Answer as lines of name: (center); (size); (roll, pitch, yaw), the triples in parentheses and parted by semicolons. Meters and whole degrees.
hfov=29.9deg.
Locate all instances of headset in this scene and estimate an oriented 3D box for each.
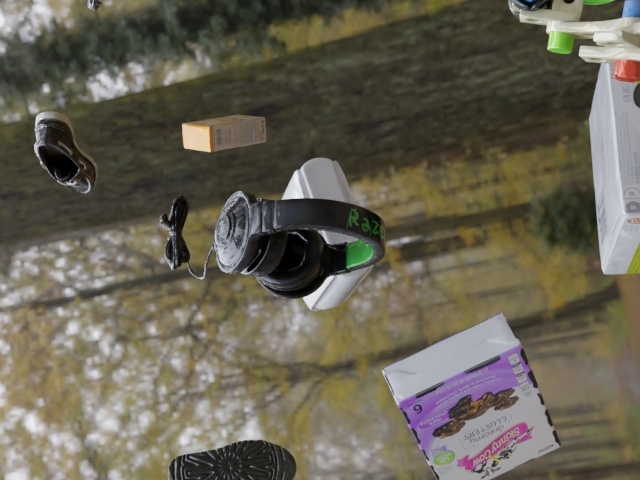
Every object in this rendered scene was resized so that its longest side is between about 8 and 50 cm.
headset: (-0.085, -0.017, 1.925); (0.243, 0.394, 0.185); (30, -125, -55)

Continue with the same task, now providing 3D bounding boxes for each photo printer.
photo printer: (0.000, 0.000, 2.457); (0.307, 0.107, 0.256); (123, 130, -69)

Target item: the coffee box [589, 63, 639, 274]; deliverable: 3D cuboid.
coffee box: (0.673, -0.149, 2.137); (0.338, 0.334, 0.338); (70, -161, -70)

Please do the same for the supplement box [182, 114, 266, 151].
supplement box: (-0.130, -0.147, 1.634); (0.098, 0.062, 0.036); (-15, -72, -41)

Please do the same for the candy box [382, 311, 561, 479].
candy box: (0.190, 0.208, 1.485); (0.196, 0.164, 0.070); (63, -178, -37)

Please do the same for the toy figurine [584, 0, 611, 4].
toy figurine: (0.469, -0.500, 1.968); (0.130, 0.173, 0.159); (31, -130, -23)

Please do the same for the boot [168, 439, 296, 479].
boot: (-0.114, 0.326, 1.699); (0.208, 0.189, 0.076); (64, -153, -72)

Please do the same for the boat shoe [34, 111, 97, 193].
boat shoe: (-0.247, -0.075, 1.164); (0.125, 0.046, 0.038); (86, -175, -61)

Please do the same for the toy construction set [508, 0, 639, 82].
toy construction set: (0.325, -0.324, 1.332); (0.151, 0.215, 0.328); (68, -147, -72)

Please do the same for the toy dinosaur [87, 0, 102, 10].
toy dinosaur: (-0.418, -0.455, 1.683); (0.322, 0.218, 0.164); (51, 176, -2)
